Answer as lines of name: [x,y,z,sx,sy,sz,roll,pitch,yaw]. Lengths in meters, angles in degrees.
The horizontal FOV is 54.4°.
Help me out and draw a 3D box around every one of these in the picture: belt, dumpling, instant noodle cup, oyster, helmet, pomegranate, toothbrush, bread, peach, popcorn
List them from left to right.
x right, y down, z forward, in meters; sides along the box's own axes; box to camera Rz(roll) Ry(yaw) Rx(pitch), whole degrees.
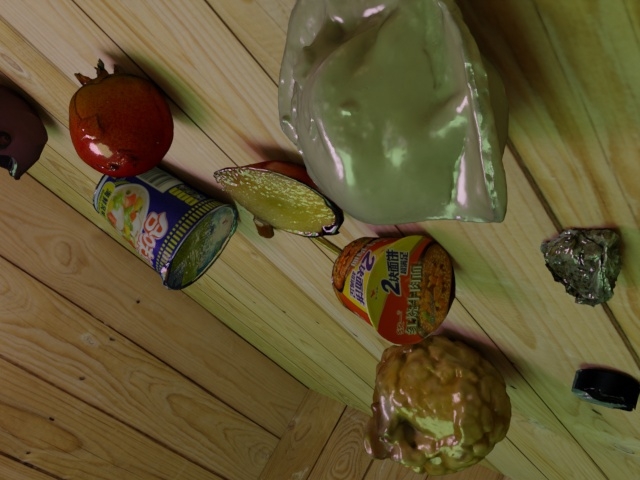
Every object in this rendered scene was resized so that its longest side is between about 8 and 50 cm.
helmet: [-0.933,-0.345,1.805,0.270,0.197,0.338,29,157,30]
pomegranate: [-0.403,-0.240,1.246,0.235,0.210,0.210,63,163,8]
instant noodle cup: [-0.426,-0.064,1.657,0.312,0.284,0.284,36,163,13]
bread: [-0.144,-0.038,1.597,0.046,0.036,0.083,19,157,12]
peach: [-0.078,-0.096,1.250,0.279,0.068,0.189,26,144,2]
toothbrush: [0.000,0.000,1.495,0.288,0.024,0.021,33,164,-9]
dumpling: [0.070,-0.182,0.734,0.395,0.233,0.316,30,135,50]
instant noodle cup: [0.133,0.083,1.238,0.213,0.213,0.174,41,167,-27]
popcorn: [0.301,0.424,1.612,0.389,0.344,0.354,-19,146,26]
oyster: [0.390,0.037,0.924,0.125,0.064,0.177,50,169,-9]
belt: [0.590,0.306,1.288,0.105,0.058,0.140,36,158,-31]
